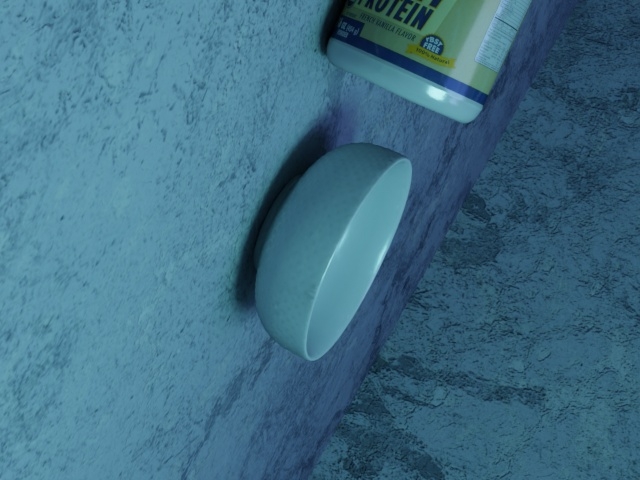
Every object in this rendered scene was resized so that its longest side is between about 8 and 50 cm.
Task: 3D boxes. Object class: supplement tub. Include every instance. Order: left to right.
[{"bbox_3d":[0.167,-0.339,1.766,0.316,0.228,0.228,-66,166,7],"label":"supplement tub"}]

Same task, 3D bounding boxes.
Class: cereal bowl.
[{"bbox_3d":[0.000,0.000,1.958,0.339,0.141,0.339,-58,166,-23],"label":"cereal bowl"}]
